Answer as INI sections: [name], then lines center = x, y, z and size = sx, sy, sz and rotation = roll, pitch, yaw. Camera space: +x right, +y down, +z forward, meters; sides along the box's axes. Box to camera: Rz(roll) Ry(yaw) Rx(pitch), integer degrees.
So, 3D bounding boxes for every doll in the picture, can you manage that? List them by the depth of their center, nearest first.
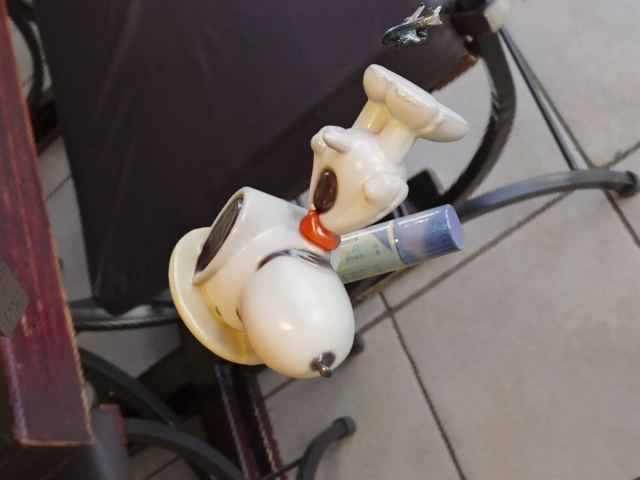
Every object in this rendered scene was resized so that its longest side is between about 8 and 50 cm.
[doll]
center = -0.006, -0.016, 0.697
size = 0.208, 0.144, 0.271
rotation = 25, 93, 47

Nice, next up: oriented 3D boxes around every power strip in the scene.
[power strip]
center = -0.240, 0.034, 0.596
size = 0.029, 0.111, 0.038
rotation = 19, 65, 6

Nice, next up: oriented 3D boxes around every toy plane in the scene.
[toy plane]
center = 0.113, -0.261, 1.029
size = 0.083, 0.031, 0.078
rotation = -25, 38, 30

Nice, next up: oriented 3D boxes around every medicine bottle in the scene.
[medicine bottle]
center = 0.051, 0.015, 0.983
size = 0.231, 0.059, 0.059
rotation = -17, 68, 22
